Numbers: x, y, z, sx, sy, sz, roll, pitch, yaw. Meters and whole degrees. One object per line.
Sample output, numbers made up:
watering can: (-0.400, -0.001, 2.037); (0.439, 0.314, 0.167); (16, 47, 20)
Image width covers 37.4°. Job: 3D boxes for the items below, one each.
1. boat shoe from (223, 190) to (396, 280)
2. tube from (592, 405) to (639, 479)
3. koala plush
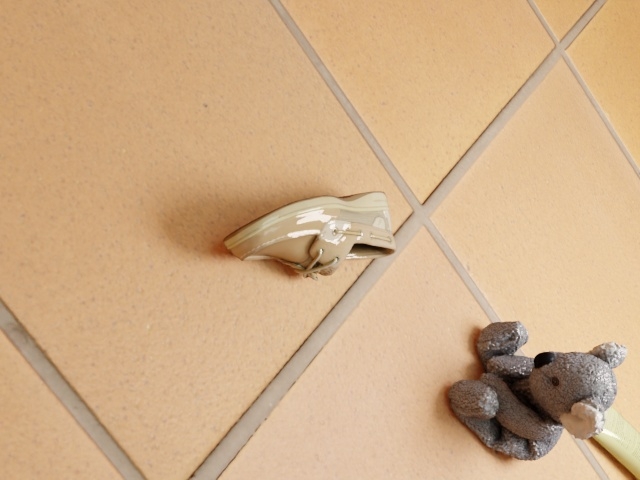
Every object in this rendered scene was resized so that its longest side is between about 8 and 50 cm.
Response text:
boat shoe: (0.000, 0.000, 1.278); (0.302, 0.109, 0.098); (-10, 79, -50)
tube: (0.539, 0.359, 1.659); (0.240, 0.062, 0.070); (43, 5, -15)
koala plush: (0.351, 0.227, 1.420); (0.203, 0.221, 0.196); (50, 46, -15)
